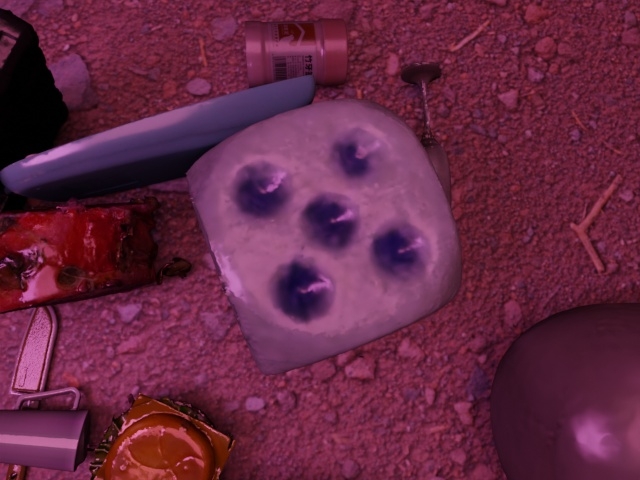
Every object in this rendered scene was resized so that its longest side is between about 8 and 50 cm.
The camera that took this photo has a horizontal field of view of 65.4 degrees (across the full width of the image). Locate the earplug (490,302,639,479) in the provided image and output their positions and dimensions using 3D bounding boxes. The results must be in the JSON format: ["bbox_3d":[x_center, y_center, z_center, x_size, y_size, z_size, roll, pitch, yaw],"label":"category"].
[{"bbox_3d":[0.425,0.232,0.618,0.394,0.312,0.312,1,80,-5],"label":"earplug"}]

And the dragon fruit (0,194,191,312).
[{"bbox_3d":[-0.315,0.007,0.644,0.282,0.211,0.147,-12,88,-34],"label":"dragon fruit"}]

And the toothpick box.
[{"bbox_3d":[-0.039,-0.285,0.764,0.149,0.098,0.098,-4,81,-6],"label":"toothpick box"}]

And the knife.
[{"bbox_3d":[-0.403,0.203,0.683,0.046,0.022,0.256,7,80,-1],"label":"knife"}]

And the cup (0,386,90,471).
[{"bbox_3d":[-0.360,0.242,0.650,0.116,0.074,0.104,11,58,-14],"label":"cup"}]

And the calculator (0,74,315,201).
[{"bbox_3d":[-0.200,-0.115,0.640,0.386,0.256,0.054,-17,94,-12],"label":"calculator"}]

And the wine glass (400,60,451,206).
[{"bbox_3d":[0.167,-0.139,0.777,0.074,0.074,0.262,-2,83,-6],"label":"wine glass"}]

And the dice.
[{"bbox_3d":[0.000,0.000,0.635,0.263,0.268,0.264,-21,82,-10],"label":"dice"}]

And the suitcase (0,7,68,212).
[{"bbox_3d":[-0.392,-0.132,0.607,0.066,0.285,0.206,22,79,-17],"label":"suitcase"}]

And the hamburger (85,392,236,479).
[{"bbox_3d":[-0.201,0.290,0.653,0.190,0.093,0.164,38,81,3],"label":"hamburger"}]
